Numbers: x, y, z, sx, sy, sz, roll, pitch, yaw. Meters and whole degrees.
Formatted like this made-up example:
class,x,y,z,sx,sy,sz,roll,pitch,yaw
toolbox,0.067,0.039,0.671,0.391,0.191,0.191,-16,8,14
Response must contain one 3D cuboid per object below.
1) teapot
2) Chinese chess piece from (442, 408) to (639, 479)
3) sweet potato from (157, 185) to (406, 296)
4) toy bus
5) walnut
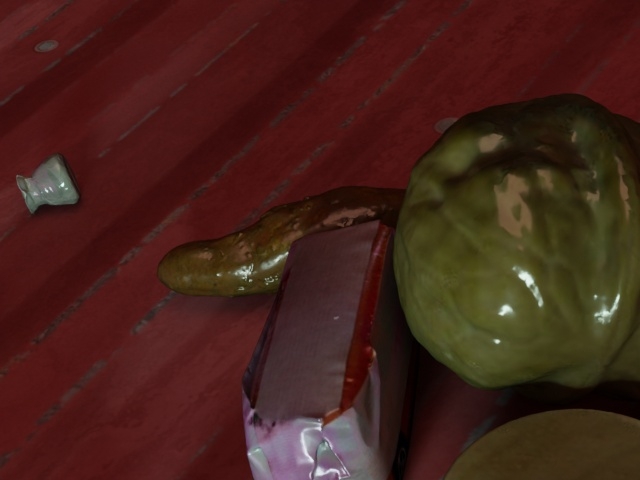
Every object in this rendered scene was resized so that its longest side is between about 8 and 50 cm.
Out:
class,x,y,z,sx,sy,sz,roll,pitch,yaw
teapot,-0.324,-0.066,1.684,0.064,0.064,0.083,-23,5,-2
Chinese chess piece,0.198,0.236,1.091,0.238,0.092,0.237,-8,35,6
sweet potato,0.004,-0.002,1.459,0.355,0.095,0.106,-12,-5,-5
toy bus,0.015,0.120,1.263,0.128,0.147,0.302,-7,35,17
walnut,0.211,0.012,1.254,0.253,0.282,0.276,-44,36,24
